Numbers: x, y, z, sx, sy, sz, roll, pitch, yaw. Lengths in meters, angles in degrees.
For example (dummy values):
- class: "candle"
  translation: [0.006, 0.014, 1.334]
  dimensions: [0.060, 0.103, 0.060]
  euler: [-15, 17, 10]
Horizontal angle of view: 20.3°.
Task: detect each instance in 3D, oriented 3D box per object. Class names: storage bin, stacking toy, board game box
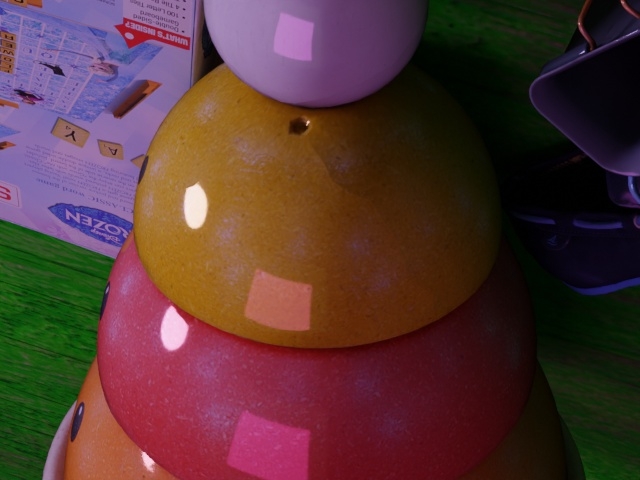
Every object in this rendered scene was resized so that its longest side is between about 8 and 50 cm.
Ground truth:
- class: "storage bin"
  translation: [0.177, -0.107, 0.885]
  dimensions: [0.098, 0.091, 0.135]
  euler: [38, 144, -22]
- class: "stacking toy"
  translation: [0.000, 0.000, 1.036]
  dimensions: [0.350, 0.351, 0.480]
  euler: [13, 129, 15]
- class: "board game box"
  translation: [-0.217, -0.127, 1.126]
  dimensions: [0.318, 0.066, 0.318]
  euler: [19, 148, 5]

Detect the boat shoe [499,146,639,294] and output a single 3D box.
- class: "boat shoe"
  translation: [0.187, -0.030, 0.982]
  dimensions: [0.089, 0.109, 0.258]
  euler: [38, 143, -17]
